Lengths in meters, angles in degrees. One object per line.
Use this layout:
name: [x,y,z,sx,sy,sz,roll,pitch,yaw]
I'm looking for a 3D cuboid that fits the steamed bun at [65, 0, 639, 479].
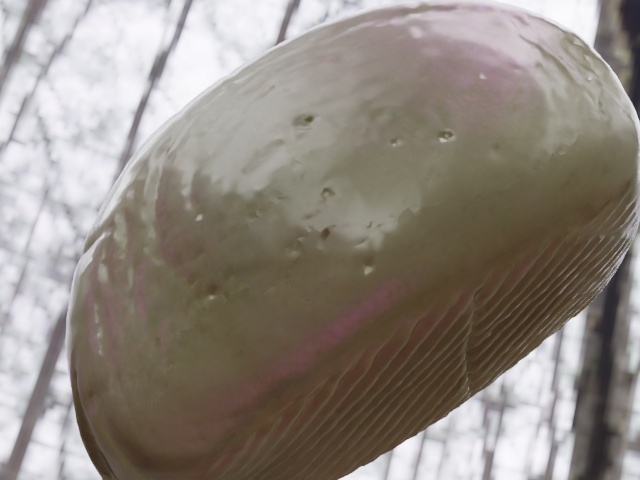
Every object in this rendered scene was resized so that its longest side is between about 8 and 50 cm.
steamed bun: [0.000,0.000,0.770,0.238,0.152,0.170,-30,-21,-10]
